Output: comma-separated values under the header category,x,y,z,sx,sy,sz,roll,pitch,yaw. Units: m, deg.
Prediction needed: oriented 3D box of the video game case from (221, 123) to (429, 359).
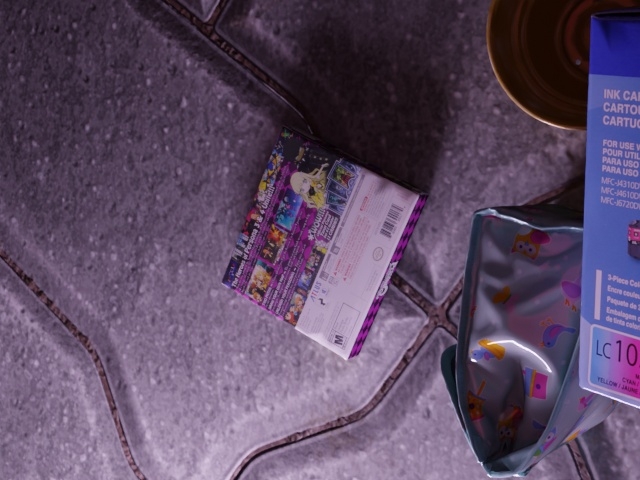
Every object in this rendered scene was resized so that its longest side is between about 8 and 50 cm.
category,x,y,z,sx,sy,sz,roll,pitch,yaw
video game case,0.000,0.000,1.208,0.210,0.042,0.232,28,106,24

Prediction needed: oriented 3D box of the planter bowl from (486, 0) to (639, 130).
category,x,y,z,sx,sy,sz,roll,pitch,yaw
planter bowl,0.294,-0.223,1.009,0.217,0.090,0.217,2,93,28

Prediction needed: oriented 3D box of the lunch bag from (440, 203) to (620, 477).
category,x,y,z,sx,sy,sz,roll,pitch,yaw
lunch bag,0.238,0.099,0.986,0.160,0.223,0.262,13,101,33

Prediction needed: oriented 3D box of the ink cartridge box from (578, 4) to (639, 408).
category,x,y,z,sx,sy,sz,roll,pitch,yaw
ink cartridge box,0.359,-0.073,0.829,0.151,0.270,0.395,16,114,43
